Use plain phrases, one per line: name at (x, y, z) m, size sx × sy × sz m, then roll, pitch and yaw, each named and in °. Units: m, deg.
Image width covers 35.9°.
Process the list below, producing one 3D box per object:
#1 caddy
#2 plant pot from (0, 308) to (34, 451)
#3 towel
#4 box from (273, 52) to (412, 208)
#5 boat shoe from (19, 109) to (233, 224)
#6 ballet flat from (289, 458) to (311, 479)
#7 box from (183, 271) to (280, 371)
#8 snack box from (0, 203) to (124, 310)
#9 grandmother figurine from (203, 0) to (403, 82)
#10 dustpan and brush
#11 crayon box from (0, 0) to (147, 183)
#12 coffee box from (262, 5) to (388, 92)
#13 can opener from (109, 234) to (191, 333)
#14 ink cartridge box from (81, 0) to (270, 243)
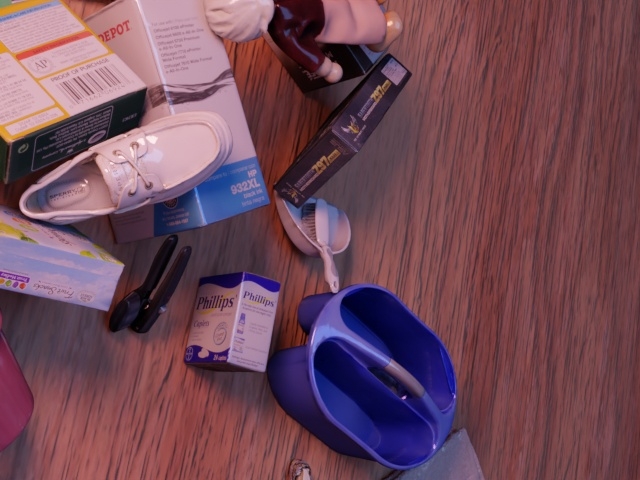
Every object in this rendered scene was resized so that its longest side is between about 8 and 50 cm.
caddy at (0.084, 0.221, 1.604) m, size 0.341 × 0.179 × 0.241 m, roll 43°, pitch 61°, yaw -28°
plant pot at (-0.444, 0.164, 1.172) m, size 0.201 × 0.201 × 0.180 m, roll -52°, pitch 133°, yaw -31°
towel at (0.190, 0.472, 1.752) m, size 0.282 × 0.049 × 0.187 m, roll -27°, pitch 101°, yaw -38°
box at (0.036, -0.176, 1.578) m, size 0.059 × 0.183 × 0.233 m, roll 41°, pitch 49°, yaw -6°
boat shoe at (-0.240, -0.079, 1.213) m, size 0.096 × 0.277 × 0.098 m, roll -46°, pitch 113°, yaw -77°
ballet flat at (-0.034, 0.408, 1.574) m, size 0.041 × 0.041 × 0.114 m, roll 12°, pitch 78°, yaw -39°
box at (-0.132, 0.123, 1.467) m, size 0.072 × 0.126 × 0.137 m, roll 21°, pitch 72°, yaw -35°
snack box at (-0.367, 0.011, 1.226) m, size 0.174 × 0.207 × 0.070 m, roll 17°, pitch 97°, yaw -37°
grandmother figurine at (-0.022, -0.316, 1.381) m, size 0.342 × 0.104 × 0.208 m, roll -10°, pitch 70°, yaw -48°
dustpan and brush at (0.000, 0.000, 1.588) m, size 0.147 × 0.060 × 0.211 m, roll 20°, pitch 52°, yaw -35°
crayon box at (-0.400, -0.237, 1.240) m, size 0.203 × 0.083 × 0.323 m, roll -31°, pitch 69°, yaw -38°
coffee box at (-0.030, -0.400, 1.584) m, size 0.297 × 0.168 × 0.119 m, roll 53°, pitch 56°, yaw -22°
can opener at (-0.228, 0.066, 1.374) m, size 0.059 × 0.186 × 0.073 m, roll 39°, pitch 31°, yaw -2°
ink cartridge box at (-0.221, -0.167, 1.361) m, size 0.129 × 0.223 × 0.307 m, roll -21°, pitch 99°, yaw -41°
